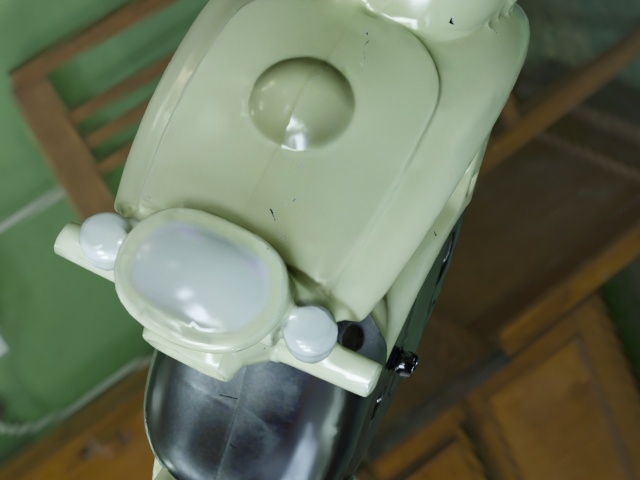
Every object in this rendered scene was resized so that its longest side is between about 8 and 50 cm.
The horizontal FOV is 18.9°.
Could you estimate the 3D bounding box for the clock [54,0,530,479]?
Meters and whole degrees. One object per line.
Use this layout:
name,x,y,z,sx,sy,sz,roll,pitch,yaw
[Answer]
clock,0.000,0.000,0.760,0.120,0.276,0.379,22,140,12
